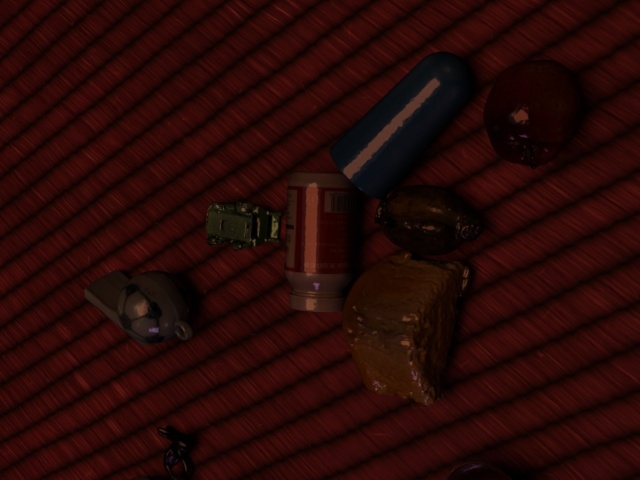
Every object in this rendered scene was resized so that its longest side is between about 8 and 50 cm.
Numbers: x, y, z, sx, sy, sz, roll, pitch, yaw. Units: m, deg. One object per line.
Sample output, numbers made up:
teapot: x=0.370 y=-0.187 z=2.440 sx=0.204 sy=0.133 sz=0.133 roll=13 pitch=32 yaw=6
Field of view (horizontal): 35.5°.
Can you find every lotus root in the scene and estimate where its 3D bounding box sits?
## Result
lotus root: x=0.187 y=-0.034 z=1.717 sx=0.209 sy=0.120 sz=0.120 roll=11 pitch=98 yaw=35

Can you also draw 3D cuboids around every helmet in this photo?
helmet: x=0.295 y=0.447 z=1.671 sx=0.175 sy=0.106 sz=0.155 roll=37 pitch=108 yaw=32

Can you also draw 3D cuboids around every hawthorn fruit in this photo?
hawthorn fruit: x=0.334 y=-0.186 z=1.576 sx=0.157 sy=0.157 sz=0.194 roll=-14 pitch=45 yaw=32

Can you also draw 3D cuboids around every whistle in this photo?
whistle: x=-0.365 y=0.120 z=2.056 sx=0.289 sy=0.163 sz=0.164 roll=33 pitch=109 yaw=26

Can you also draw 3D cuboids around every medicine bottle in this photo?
medicine bottle: x=0.000 y=0.000 z=1.828 sx=0.131 sy=0.131 sz=0.250 roll=5 pitch=95 yaw=32

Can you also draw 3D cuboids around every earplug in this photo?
earplug: x=0.152 y=-0.211 z=1.730 sx=0.273 sy=0.132 sz=0.132 roll=-46 pitch=68 yaw=22

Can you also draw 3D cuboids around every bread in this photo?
bread: x=0.129 y=0.143 z=1.737 sx=0.204 sy=0.162 sz=0.262 roll=9 pitch=88 yaw=43

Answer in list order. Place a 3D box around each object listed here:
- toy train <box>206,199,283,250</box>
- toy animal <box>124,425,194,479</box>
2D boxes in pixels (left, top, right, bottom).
toy train: x=-0.155 y=-0.032 z=1.963 sx=0.149 sy=0.081 sz=0.099 roll=7 pitch=96 yaw=38
toy animal: x=-0.364 y=0.534 z=2.108 sx=0.324 sy=0.090 sz=0.195 roll=-40 pitch=65 yaw=18
